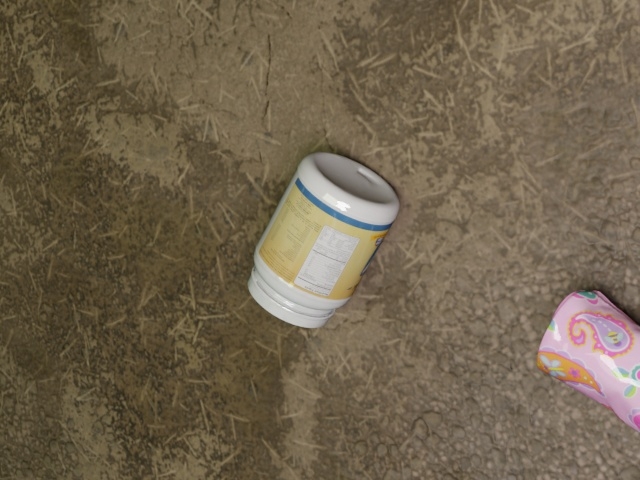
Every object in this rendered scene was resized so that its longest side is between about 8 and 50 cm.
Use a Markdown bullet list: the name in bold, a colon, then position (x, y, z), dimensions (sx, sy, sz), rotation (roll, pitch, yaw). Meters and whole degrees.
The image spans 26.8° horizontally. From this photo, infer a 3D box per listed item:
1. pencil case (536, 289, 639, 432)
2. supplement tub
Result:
- **pencil case**: position (0.392, 0.168, 1.564), dimensions (0.284, 0.124, 0.124), rotation (32, 113, 24)
- **supplement tub**: position (0.000, 0.000, 1.763), dimensions (0.144, 0.144, 0.200), rotation (39, 116, 21)
